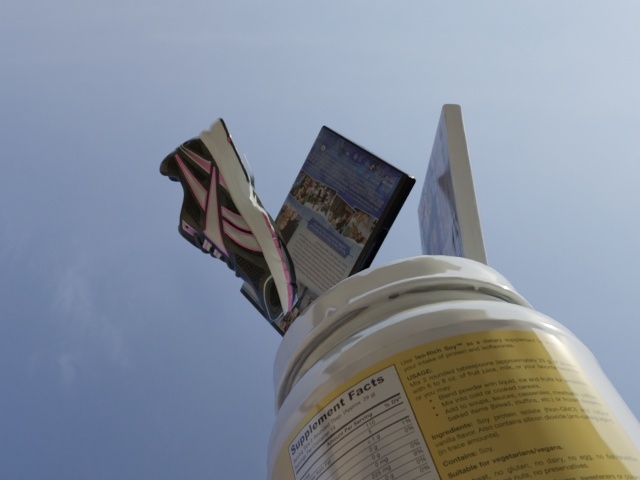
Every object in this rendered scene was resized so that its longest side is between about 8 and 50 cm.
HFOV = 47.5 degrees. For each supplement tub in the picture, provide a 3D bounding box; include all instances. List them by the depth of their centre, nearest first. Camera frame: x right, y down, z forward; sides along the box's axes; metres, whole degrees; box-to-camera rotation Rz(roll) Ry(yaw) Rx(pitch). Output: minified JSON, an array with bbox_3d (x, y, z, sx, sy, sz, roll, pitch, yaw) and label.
[{"bbox_3d":[0.098,0.188,0.433,0.241,0.241,0.331,-13,-141,-5],"label":"supplement tub"}]

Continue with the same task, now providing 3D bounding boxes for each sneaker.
[{"bbox_3d":[-0.079,-0.009,0.620,0.077,0.072,0.178,-25,-101,3],"label":"sneaker"}]

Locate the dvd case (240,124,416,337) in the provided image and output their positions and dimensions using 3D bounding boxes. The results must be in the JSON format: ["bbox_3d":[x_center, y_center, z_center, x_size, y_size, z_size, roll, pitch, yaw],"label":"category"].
[{"bbox_3d":[0.000,0.000,0.899,0.180,0.022,0.253,39,-74,46],"label":"dvd case"}]

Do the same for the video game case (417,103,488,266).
[{"bbox_3d":[0.133,-0.007,0.759,0.023,0.183,0.201,0,-124,-2],"label":"video game case"}]
